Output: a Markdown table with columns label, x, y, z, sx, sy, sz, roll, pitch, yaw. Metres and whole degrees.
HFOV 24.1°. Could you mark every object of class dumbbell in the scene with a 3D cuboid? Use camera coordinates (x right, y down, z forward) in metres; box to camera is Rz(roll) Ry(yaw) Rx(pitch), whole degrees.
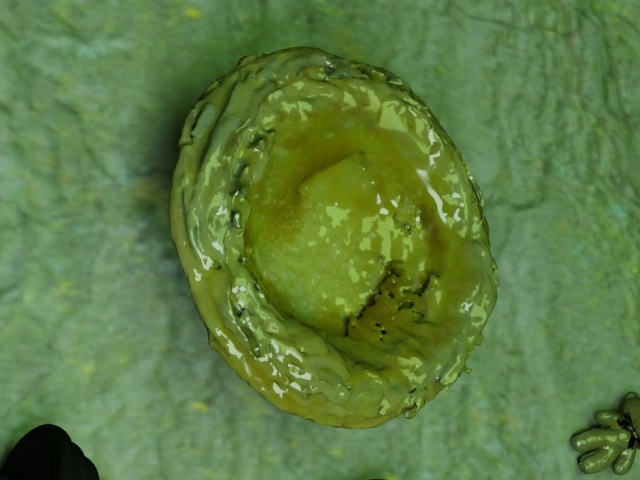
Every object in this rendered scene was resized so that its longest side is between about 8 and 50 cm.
| label | x | y | z | sx | sy | sz | roll | pitch | yaw |
| --- | --- | --- | --- | --- | --- | --- | --- | --- | --- |
| dumbbell | -0.210 | 0.145 | 0.904 | 0.208 | 0.099 | 0.099 | 28 | 66 | -31 |

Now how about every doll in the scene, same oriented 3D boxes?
| label | x | y | z | sx | sy | sz | roll | pitch | yaw |
| --- | --- | --- | --- | --- | --- | --- | --- | --- | --- |
| doll | 0.261 | 0.173 | 1.317 | 0.093 | 0.051 | 0.062 | -21 | 97 | -9 |

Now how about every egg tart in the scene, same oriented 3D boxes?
| label | x | y | z | sx | sy | sz | roll | pitch | yaw |
| --- | --- | --- | --- | --- | --- | --- | --- | --- | --- |
| egg tart | 0.000 | 0.000 | 1.084 | 0.288 | 0.118 | 0.288 | 6 | 81 | -37 |

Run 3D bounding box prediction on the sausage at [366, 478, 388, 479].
| label | x | y | z | sx | sy | sz | roll | pitch | yaw |
| --- | --- | --- | --- | --- | --- | --- | --- | --- | --- |
| sausage | 0.013 | 0.225 | 1.088 | 0.169 | 0.065 | 0.065 | -33 | 102 | -38 |
